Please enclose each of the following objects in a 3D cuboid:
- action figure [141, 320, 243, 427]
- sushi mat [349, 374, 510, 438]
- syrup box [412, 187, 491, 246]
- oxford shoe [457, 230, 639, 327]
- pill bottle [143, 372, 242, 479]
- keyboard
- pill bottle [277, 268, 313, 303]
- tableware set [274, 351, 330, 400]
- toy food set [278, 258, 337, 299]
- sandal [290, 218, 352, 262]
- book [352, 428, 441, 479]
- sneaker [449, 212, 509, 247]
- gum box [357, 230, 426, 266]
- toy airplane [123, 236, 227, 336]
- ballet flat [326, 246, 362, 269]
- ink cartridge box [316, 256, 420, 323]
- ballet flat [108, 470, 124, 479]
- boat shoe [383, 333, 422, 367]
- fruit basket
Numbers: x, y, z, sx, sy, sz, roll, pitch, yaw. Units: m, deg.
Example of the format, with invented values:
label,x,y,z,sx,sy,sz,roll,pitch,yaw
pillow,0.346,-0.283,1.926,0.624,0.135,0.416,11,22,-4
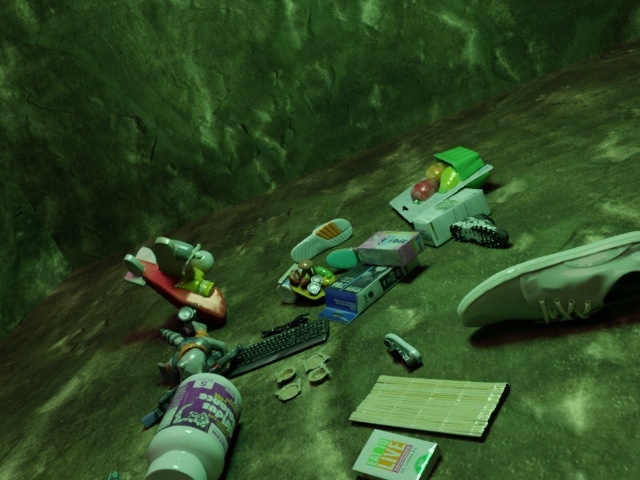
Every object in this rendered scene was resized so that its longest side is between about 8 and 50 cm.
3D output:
label,x,y,z,sx,sy,sz,roll,pitch,yaw
action figure,-0.414,0.360,1.703,0.341,0.178,0.330,-39,12,-20
sushi mat,0.217,0.336,1.219,0.317,0.019,0.151,-8,26,41
syrup box,0.433,-0.078,1.943,0.237,0.096,0.093,-31,18,-15
oxford shoe,0.515,0.114,1.268,0.450,0.169,0.130,-21,55,18
pill bottle,-0.284,0.447,1.314,0.169,0.169,0.301,-21,20,13
keyboard,-0.122,0.292,1.748,0.317,0.033,0.201,-22,19,7
pill bottle,-0.080,0.147,2.010,0.078,0.078,0.137,-8,25,41
tableware set,-0.047,0.347,1.521,0.169,0.020,0.141,-26,19,-5
toy food set,-0.035,0.116,1.920,0.218,0.071,0.128,21,41,30
sandal,-0.005,-0.009,2.301,0.265,0.101,0.076,-29,22,-5
book,0.141,0.412,1.098,0.144,0.035,0.096,-5,31,43
sneaker,0.499,-0.040,1.787,0.106,0.078,0.234,-34,18,-17
gum box,0.213,0.023,1.809,0.107,0.062,0.188,-36,23,-32
toy airplane,-0.510,0.130,2.126,0.272,0.384,0.386,-47,25,-26
ballet flat,0.132,0.052,2.029,0.222,0.076,0.079,-14,3,17
ink cartridge box,0.139,0.129,1.812,0.333,0.065,0.165,-37,23,-29
ballet flat,-0.461,0.595,1.330,0.070,0.070,0.188,-24,20,3
boat shoe,0.187,0.263,1.409,0.040,0.049,0.142,-32,22,-17
fruit basket,0.450,-0.199,2.231,0.353,0.165,0.327,-40,18,4
